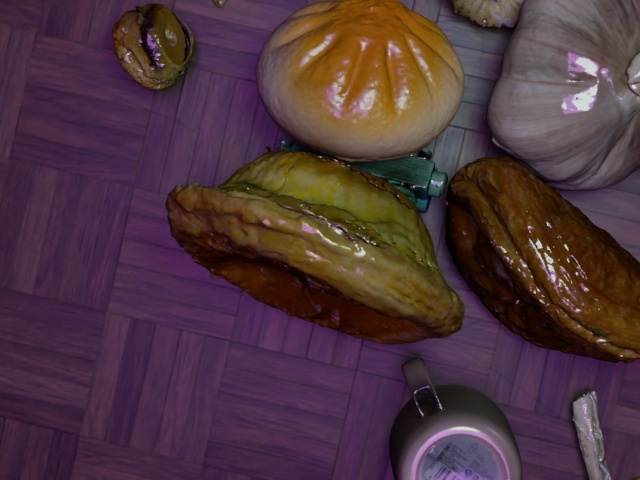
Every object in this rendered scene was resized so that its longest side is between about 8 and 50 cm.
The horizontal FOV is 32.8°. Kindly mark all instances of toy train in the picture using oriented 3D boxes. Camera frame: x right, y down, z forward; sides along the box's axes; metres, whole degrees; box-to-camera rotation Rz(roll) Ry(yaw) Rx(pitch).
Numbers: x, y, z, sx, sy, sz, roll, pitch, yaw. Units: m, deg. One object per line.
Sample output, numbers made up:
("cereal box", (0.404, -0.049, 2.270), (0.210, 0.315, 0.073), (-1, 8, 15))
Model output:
("toy train", (0.065, -0.102, 1.590), (0.248, 0.159, 0.101), (16, 78, 10))

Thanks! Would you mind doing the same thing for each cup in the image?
("cup", (0.184, 0.293, 1.577), (0.192, 0.200, 0.252), (-23, 90, 4))

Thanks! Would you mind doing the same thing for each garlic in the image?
("garlic", (0.385, -0.223, 1.530), (0.241, 0.322, 0.322), (35, 94, 34))

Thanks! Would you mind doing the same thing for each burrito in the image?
("burrito", (0.415, 0.320, 1.643), (0.041, 0.045, 0.185), (-12, 94, 20))

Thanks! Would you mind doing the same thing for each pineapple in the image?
("pineapple", (0.262, -0.417, 1.597), (0.176, 0.136, 0.161), (16, 136, 5))

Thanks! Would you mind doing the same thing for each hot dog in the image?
("hot dog", (0.327, 0.045, 1.536), (0.387, 0.267, 0.174), (39, 77, -2))

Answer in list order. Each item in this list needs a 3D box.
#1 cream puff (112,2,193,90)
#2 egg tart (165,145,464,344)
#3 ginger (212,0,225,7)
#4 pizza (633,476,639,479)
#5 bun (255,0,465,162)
("cream puff", (-0.253, -0.286, 1.621), (0.104, 0.119, 0.133), (-11, 80, 24))
("egg tart", (0.000, 0.000, 1.479), (0.443, 0.443, 0.178), (22, 77, 2))
("ginger", (-0.137, -0.423, 1.646), (0.058, 0.044, 0.137), (18, 91, 20))
("pizza", (0.487, 0.407, 1.653), (0.078, 0.025, 0.083), (39, 93, 3))
("bun", (0.062, -0.253, 1.513), (0.299, 0.299, 0.164), (12, 132, 2))
